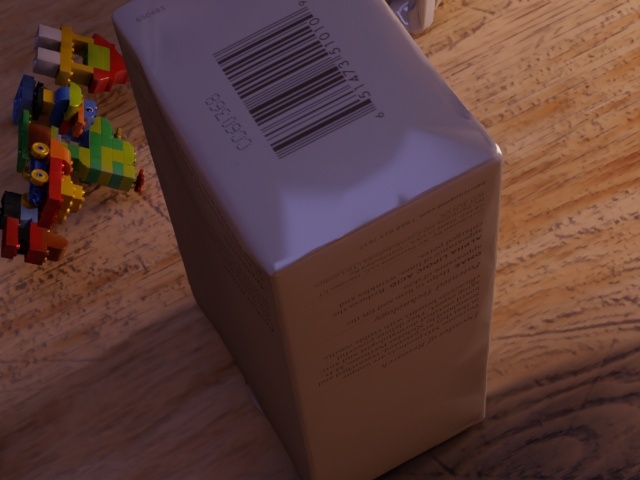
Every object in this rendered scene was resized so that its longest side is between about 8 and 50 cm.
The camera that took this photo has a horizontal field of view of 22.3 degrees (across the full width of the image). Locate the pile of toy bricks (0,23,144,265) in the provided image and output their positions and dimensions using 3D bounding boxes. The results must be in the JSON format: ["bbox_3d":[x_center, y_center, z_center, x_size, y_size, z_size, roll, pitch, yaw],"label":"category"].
[{"bbox_3d":[-0.192,-0.068,1.308,0.105,0.118,0.212,13,41,-19],"label":"pile of toy bricks"}]

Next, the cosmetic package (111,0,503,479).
[{"bbox_3d":[0.000,0.000,1.080,0.156,0.385,0.217,-28,65,-9],"label":"cosmetic package"}]

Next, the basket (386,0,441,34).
[{"bbox_3d":[0.061,-0.274,1.356,0.113,0.167,0.103,23,59,16],"label":"basket"}]
